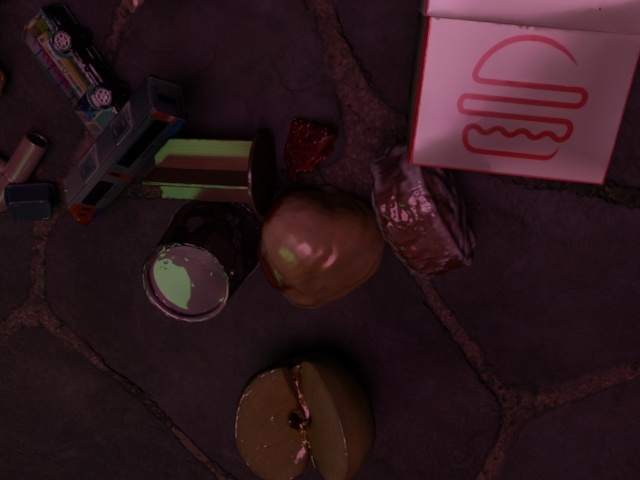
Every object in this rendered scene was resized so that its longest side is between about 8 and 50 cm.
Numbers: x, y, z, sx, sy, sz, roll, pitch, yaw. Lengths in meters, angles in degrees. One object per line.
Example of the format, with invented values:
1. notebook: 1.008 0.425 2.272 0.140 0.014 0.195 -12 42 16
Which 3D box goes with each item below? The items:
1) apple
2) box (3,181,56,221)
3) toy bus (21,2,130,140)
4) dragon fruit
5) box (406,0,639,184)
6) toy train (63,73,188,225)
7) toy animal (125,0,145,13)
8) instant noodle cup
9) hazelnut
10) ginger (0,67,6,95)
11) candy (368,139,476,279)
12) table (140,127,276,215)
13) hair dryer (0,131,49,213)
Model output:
1. apple: -0.022 0.375 1.385 0.295 0.233 0.258 -11 92 24
2. box: -0.605 -0.077 1.338 0.099 0.054 0.074 -5 133 -21
3. toy bus: -0.453 -0.316 1.224 0.109 0.091 0.262 -26 106 25
4. dragon fruit: -0.016 -0.172 1.252 0.097 0.063 0.131 31 115 33
5. box: 0.301 -0.288 1.008 0.312 0.314 0.300 6 117 5
6. toy train: -0.393 -0.156 1.213 0.089 0.086 0.409 12 145 -42
7. toy animal: -0.239 -0.507 1.085 0.248 0.149 0.165 -24 93 5
8. instant noodle cup: -0.237 0.039 1.282 0.217 0.207 0.217 4 114 8
9. hazelnut: 0.000 0.000 1.239 0.261 0.241 0.261 4 143 3
10. ginger: -0.653 -0.340 1.248 0.096 0.067 0.165 27 116 19
11. candy: 0.183 -0.052 1.166 0.157 0.214 0.289 -23 137 19
12. table: -0.215 -0.135 1.232 0.226 0.167 0.167 3 114 11
13. hair dryer: -0.698 -0.197 1.335 0.220 0.053 0.195 43 111 -4
